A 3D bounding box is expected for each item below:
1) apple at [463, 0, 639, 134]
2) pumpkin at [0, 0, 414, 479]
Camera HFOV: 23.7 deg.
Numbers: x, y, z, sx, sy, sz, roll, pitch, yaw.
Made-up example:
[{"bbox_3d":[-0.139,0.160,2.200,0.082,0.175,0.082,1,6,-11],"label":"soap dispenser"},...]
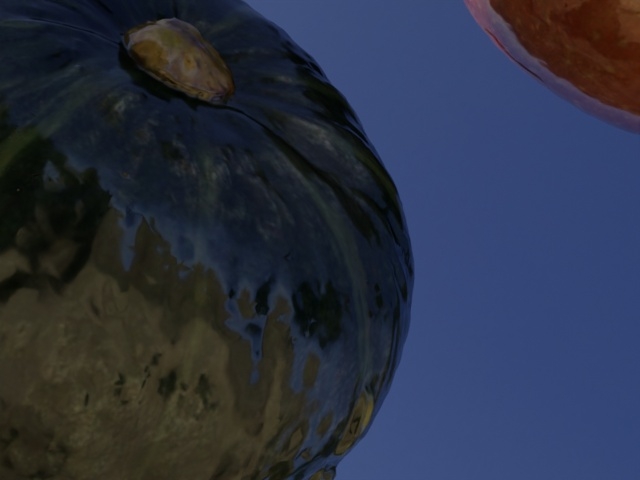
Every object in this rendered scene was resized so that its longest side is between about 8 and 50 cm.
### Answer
[{"bbox_3d":[0.155,-0.143,0.646,0.201,0.201,0.162,35,-46,-8],"label":"apple"},{"bbox_3d":[-0.072,-0.001,0.459,0.212,0.211,0.152,33,-55,-7],"label":"pumpkin"}]
